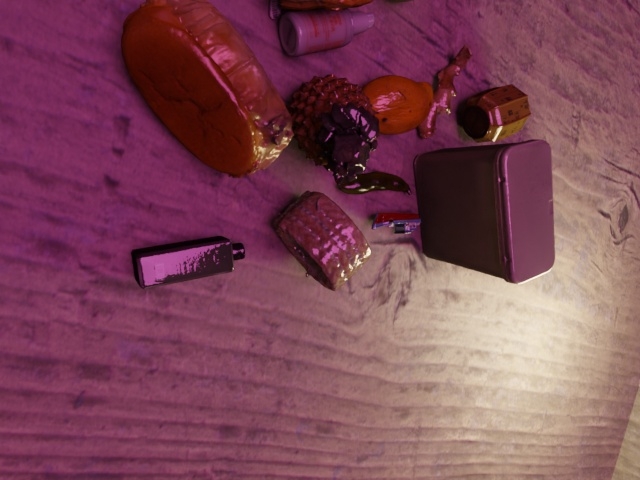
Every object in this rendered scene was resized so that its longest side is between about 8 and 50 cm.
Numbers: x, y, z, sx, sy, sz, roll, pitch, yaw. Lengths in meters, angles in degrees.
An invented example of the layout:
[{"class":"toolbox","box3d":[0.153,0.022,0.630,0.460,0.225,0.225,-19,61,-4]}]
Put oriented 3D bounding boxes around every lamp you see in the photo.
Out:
[{"class":"lamp","box3d":[0.529,-0.383,1.460,0.185,0.161,0.161,-26,110,-28]}]

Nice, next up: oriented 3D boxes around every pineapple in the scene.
[{"class":"pineapple","box3d":[0.044,-0.241,1.079,0.223,0.357,0.223,-4,118,-8]}]

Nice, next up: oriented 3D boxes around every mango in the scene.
[{"class":"mango","box3d":[0.209,-0.366,1.300,0.262,0.109,0.157,-17,109,-24]}]

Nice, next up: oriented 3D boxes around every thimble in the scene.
[{"class":"thimble","box3d":[0.005,0.004,1.196,0.148,0.196,0.229,-44,118,-15]}]

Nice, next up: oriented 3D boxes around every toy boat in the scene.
[{"class":"toy boat","box3d":[0.214,-0.049,1.381,0.173,0.069,0.058,-1,91,-35]}]

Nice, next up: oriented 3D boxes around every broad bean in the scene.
[{"class":"broad bean","box3d":[0.155,-0.159,1.343,0.254,0.046,0.065,-3,99,-30]}]

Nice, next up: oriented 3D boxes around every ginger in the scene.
[{"class":"ginger","box3d":[0.362,-0.429,1.402,0.089,0.075,0.288,30,88,-2]}]

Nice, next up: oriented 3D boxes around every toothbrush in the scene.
[{"class":"toothbrush","box3d":[-0.091,-0.699,1.122,0.024,0.029,0.354,-1,98,-45]}]

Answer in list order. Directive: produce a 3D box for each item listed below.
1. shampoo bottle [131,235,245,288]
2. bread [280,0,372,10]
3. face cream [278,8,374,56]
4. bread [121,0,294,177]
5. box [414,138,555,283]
[{"class":"shampoo bottle","box3d":[-0.293,0.043,1.099,0.246,0.079,0.080,-10,104,-28]},{"class":"bread","box3d":[0.028,-0.584,1.103,0.235,0.210,0.099,-43,138,-37]},{"class":"face cream","box3d":[0.029,-0.520,1.178,0.252,0.101,0.101,-22,108,-25]},{"class":"bread","box3d":[-0.235,-0.306,1.003,0.388,0.236,0.183,52,56,-17]},{"class":"box","box3d":[0.443,-0.091,1.346,0.177,0.344,0.352,-18,107,-28]}]
